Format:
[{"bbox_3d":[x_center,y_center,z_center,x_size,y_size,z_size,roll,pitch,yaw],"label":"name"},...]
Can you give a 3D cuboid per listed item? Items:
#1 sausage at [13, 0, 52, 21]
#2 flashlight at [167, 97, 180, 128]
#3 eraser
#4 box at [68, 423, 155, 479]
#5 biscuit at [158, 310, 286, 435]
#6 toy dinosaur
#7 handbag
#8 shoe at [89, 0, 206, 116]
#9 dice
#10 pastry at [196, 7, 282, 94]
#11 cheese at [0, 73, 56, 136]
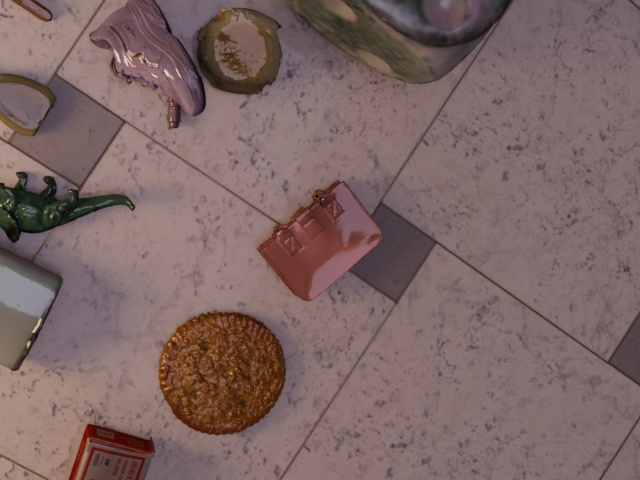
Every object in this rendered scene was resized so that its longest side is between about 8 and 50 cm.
[{"bbox_3d":[-0.522,-0.422,1.632,0.116,0.026,0.026,33,88,-18],"label":"sausage"},{"bbox_3d":[-0.269,-0.263,1.721,0.052,0.031,0.110,5,101,8],"label":"flashlight"},{"bbox_3d":[-0.622,0.088,1.634,0.290,0.104,0.189,29,102,-17],"label":"eraser"},{"bbox_3d":[-0.402,0.451,1.748,0.133,0.099,0.182,20,93,-19],"label":"box"},{"bbox_3d":[-0.189,0.260,1.813,0.254,0.035,0.254,-2,99,-15],"label":"biscuit"},{"bbox_3d":[-0.490,-0.073,1.664,0.292,0.079,0.120,-17,107,-10],"label":"toy dinosaur"},{"bbox_3d":[0.000,0.000,1.816,0.212,0.059,0.157,-41,107,-8],"label":"handbag"},{"bbox_3d":[-0.303,-0.314,1.656,0.137,0.095,0.245,-32,85,0],"label":"shoe"},{"bbox_3d":[0.149,-0.495,1.639,0.330,0.348,0.328,33,87,-18],"label":"dice"},{"bbox_3d":[-0.148,-0.346,1.712,0.165,0.088,0.166,-2,98,-16],"label":"pastry"},{"bbox_3d":[-0.568,-0.265,1.635,0.192,0.037,0.097,30,88,-16],"label":"cheese"}]
